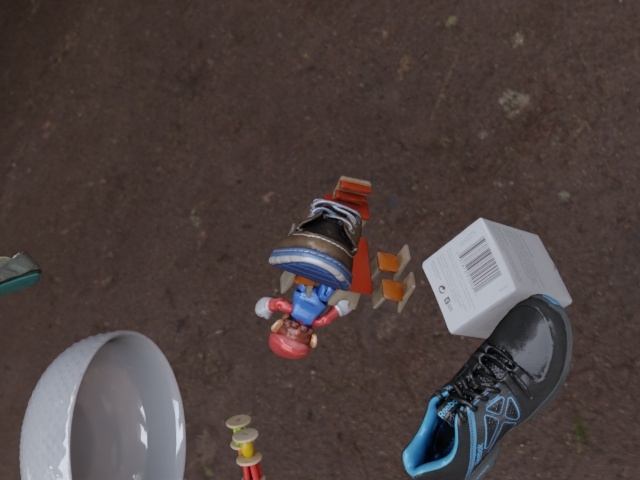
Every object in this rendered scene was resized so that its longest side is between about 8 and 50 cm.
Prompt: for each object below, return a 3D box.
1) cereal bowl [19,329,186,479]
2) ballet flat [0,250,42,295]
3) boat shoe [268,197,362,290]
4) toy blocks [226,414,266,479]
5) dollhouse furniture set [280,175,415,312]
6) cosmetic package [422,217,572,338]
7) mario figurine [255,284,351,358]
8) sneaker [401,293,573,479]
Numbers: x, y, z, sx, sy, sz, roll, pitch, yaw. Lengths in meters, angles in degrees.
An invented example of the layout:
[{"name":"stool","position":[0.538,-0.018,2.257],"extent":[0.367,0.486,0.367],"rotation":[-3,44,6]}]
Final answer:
[{"name":"cereal bowl","position":[-0.341,0.312,1.142],"extent":[0.141,0.339,0.339],"rotation":[-8,62,15]},{"name":"ballet flat","position":[-0.564,0.072,1.244],"extent":[0.068,0.213,0.072],"rotation":[51,126,7]},{"name":"boat shoe","position":[0.000,0.000,0.612],"extent":[0.183,0.066,0.066],"rotation":[140,151,-87]},{"name":"toy blocks","position":[-0.148,0.445,1.524],"extent":[0.123,0.054,0.148],"rotation":[-148,49,-70]},{"name":"dollhouse furniture set","position":[0.058,0.006,1.553],"extent":[0.135,0.262,0.259],"rotation":[116,158,-43]},{"name":"cosmetic package","position":[0.312,0.074,1.335],"extent":[0.151,0.183,0.151],"rotation":[-42,51,34]},{"name":"mario figurine","position":[-0.042,0.167,1.984],"extent":[0.198,0.170,0.321],"rotation":[39,113,32]},{"name":"sneaker","position":[0.247,0.230,1.106],"extent":[0.125,0.139,0.341],"rotation":[40,108,43]}]
